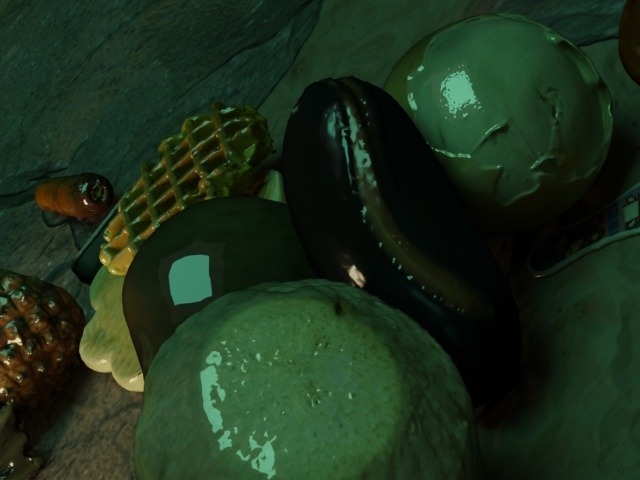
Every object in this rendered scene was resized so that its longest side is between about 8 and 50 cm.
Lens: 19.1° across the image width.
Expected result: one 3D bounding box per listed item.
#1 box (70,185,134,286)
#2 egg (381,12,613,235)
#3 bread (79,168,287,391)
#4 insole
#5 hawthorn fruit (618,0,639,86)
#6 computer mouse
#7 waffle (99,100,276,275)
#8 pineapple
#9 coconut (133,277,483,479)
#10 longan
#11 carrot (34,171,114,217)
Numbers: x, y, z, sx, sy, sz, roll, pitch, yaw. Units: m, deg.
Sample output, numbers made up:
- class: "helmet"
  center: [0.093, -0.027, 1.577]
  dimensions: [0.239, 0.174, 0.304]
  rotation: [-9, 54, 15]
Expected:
- class: "box"
  center: [-0.241, 0.000, 2.258]
  dimensions: [0.126, 0.031, 0.091]
  rotation: [-52, -13, -11]
- class: "egg"
  center: [0.148, -0.101, 1.742]
  dimensions: [0.201, 0.201, 0.244]
  rotation: [-59, 17, -20]
- class: "bread"
  center: [-0.145, 0.039, 2.106]
  dimensions: [0.316, 0.054, 0.316]
  rotation: [-32, 34, 25]
- class: "insole"
  center: [0.262, -0.019, 1.685]
  dimensions: [0.197, 0.004, 0.065]
  rotation: [-28, 35, 31]
- class: "hawthorn fruit"
  center: [0.326, -0.183, 1.694]
  dimensions: [0.125, 0.125, 0.140]
  rotation: [-51, -4, -6]
- class: "computer mouse"
  center: [0.056, 0.008, 1.649]
  dimensions: [0.116, 0.323, 0.183]
  rotation: [-24, -17, -21]
- class: "waffle"
  center: [-0.138, -0.055, 2.104]
  dimensions: [0.249, 0.056, 0.253]
  rotation: [7, 57, 54]
- class: "pineapple"
  center: [-0.383, 0.215, 2.138]
  dimensions: [0.165, 0.165, 0.364]
  rotation: [-7, 57, 49]
- class: "coconut"
  center: [-0.005, 0.196, 1.523]
  dimensions: [0.329, 0.329, 0.329]
  rotation: [-33, 32, 24]
- class: "longan"
  center: [-0.075, 0.080, 1.779]
  dimensions: [0.248, 0.248, 0.248]
  rotation: [-33, 32, 24]
- class: "carrot"
  center: [-0.317, -0.057, 2.449]
  dimensions: [0.060, 0.060, 0.186]
  rotation: [-57, 23, -16]
